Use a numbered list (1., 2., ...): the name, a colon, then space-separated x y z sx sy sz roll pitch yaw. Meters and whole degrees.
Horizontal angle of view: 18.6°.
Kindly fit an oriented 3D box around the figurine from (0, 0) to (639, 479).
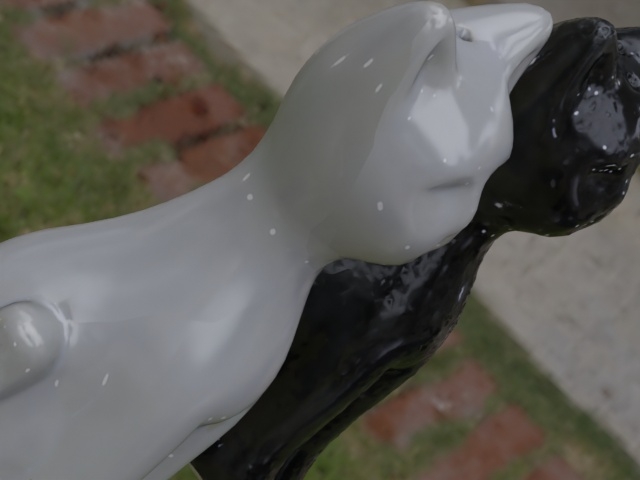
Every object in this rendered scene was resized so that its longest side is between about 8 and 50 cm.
1. figurine: 0.000 0.000 0.569 0.092 0.209 0.215 57 22 11
